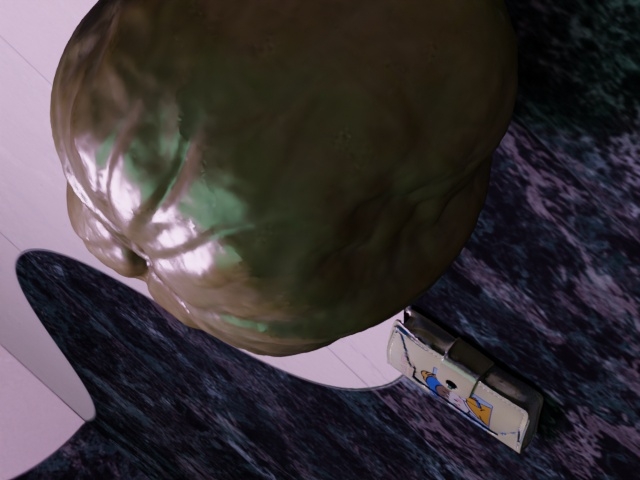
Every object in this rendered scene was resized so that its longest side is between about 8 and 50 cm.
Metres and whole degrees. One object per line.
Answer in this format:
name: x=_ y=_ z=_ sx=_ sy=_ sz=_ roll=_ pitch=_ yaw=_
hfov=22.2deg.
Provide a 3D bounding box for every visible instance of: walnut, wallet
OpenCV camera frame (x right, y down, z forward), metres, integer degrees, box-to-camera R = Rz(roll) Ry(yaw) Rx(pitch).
walnut: x=-0.022 y=-0.071 z=1.009 sx=0.253 sy=0.277 sz=0.282 roll=37 pitch=149 yaw=32
wallet: x=0.131 y=0.131 z=1.506 sx=0.155 sy=0.039 sz=0.110 roll=33 pitch=160 yaw=16
